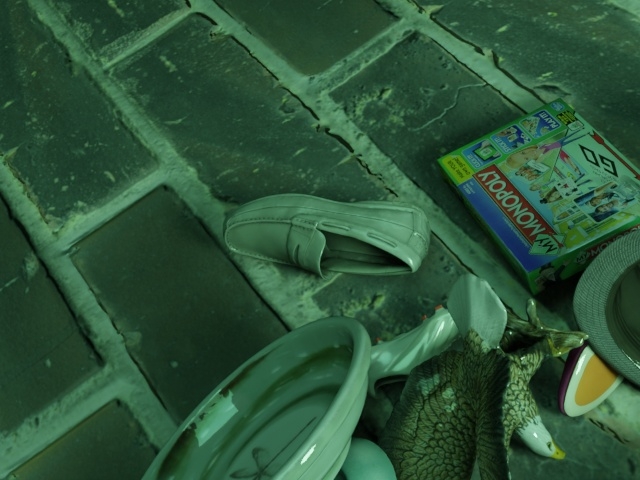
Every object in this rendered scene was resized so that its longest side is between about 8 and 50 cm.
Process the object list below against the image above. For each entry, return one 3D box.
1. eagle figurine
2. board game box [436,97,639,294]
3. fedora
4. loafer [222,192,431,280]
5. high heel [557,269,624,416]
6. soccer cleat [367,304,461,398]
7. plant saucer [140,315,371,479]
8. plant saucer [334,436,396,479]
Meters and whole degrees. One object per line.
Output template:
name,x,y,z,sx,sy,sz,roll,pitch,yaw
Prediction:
eagle figurine,0.197,0.213,1.283,0.225,0.226,0.298,28,63,21
board game box,0.320,-0.072,1.524,0.213,0.046,0.317,-26,37,-2
fedora,0.451,0.071,1.297,0.275,0.243,0.124,31,36,6
loafer,0.000,0.000,1.587,0.319,0.112,0.111,0,45,20
high heel,0.346,0.114,1.404,0.117,0.082,0.244,5,64,59
soccer cleat,0.139,0.146,1.454,0.196,0.068,0.076,-26,64,1
plant saucer,-0.071,0.265,1.341,0.400,0.100,0.400,-39,16,13
plant saucer,0.009,0.327,1.320,0.195,0.037,0.195,-27,47,32
